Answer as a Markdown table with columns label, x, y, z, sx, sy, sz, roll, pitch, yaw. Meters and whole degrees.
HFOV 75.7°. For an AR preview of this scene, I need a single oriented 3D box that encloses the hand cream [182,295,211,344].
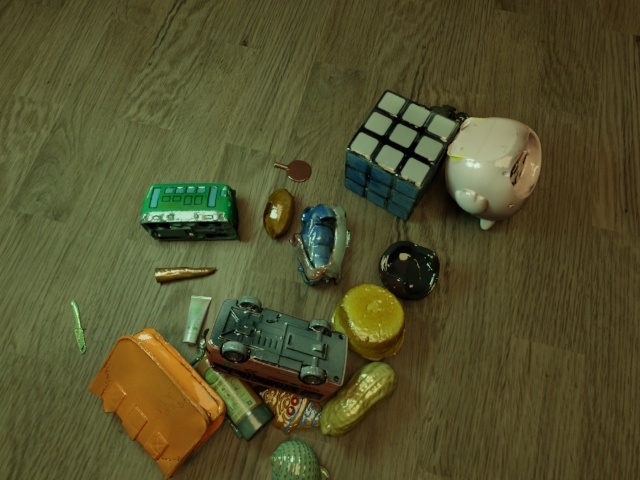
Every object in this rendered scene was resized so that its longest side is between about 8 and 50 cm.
| label | x | y | z | sx | sy | sz | roll | pitch | yaw |
| --- | --- | --- | --- | --- | --- | --- | --- | --- | --- |
| hand cream | -0.449 | 0.283 | 1.482 | 0.076 | 0.047 | 0.175 | 5 | 63 | 3 |

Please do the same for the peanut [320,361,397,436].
| label | x | y | z | sx | sy | sz | roll | pitch | yaw |
| --- | --- | --- | --- | --- | --- | --- | --- | --- | --- |
| peanut | 0.121 | 0.518 | 1.339 | 0.305 | 0.147 | 0.147 | -39 | 75 | -17 |

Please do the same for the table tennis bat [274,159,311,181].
| label | x | y | z | sx | sy | sz | roll | pitch | yaw |
| --- | --- | --- | --- | --- | --- | --- | --- | --- | --- |
| table tennis bat | -0.114 | -0.291 | 1.679 | 0.154 | 0.019 | 0.098 | 16 | 73 | 3 |

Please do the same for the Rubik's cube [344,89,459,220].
| label | x | y | z | sx | sy | sz | roll | pitch | yaw |
| --- | --- | --- | --- | --- | --- | --- | --- | --- | --- |
| Rubik's cube | 0.287 | -0.305 | 1.529 | 0.300 | 0.305 | 0.304 | 30 | 77 | 11 |

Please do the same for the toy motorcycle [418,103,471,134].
| label | x | y | z | sx | sy | sz | roll | pitch | yaw |
| --- | --- | --- | --- | --- | --- | --- | --- | --- | --- |
| toy motorcycle | 0.496 | -0.471 | 1.690 | 0.270 | 0.106 | 0.159 | 8 | 75 | -8 |

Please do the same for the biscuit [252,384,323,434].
| label | x | y | z | sx | sy | sz | roll | pitch | yaw |
| --- | --- | --- | --- | --- | --- | --- | --- | --- | --- |
| biscuit | -0.109 | 0.552 | 1.393 | 0.280 | 0.043 | 0.183 | 20 | 70 | 4 |

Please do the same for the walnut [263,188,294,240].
| label | x | y | z | sx | sy | sz | roll | pitch | yaw |
| --- | --- | --- | --- | --- | --- | --- | --- | --- | --- |
| walnut | -0.161 | -0.100 | 1.574 | 0.115 | 0.116 | 0.207 | 9 | 79 | 3 |

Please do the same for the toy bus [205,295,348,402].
| label | x | y | z | sx | sy | sz | roll | pitch | yaw |
| --- | --- | --- | --- | --- | --- | --- | --- | --- | --- |
| toy bus | -0.141 | 0.351 | 1.310 | 0.426 | 0.233 | 0.203 | 19 | 45 | -7 |

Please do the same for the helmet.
| label | x | y | z | sx | sy | sz | roll | pitch | yaw |
| --- | --- | --- | --- | --- | --- | --- | --- | --- | --- |
| helmet | 0.306 | 0.109 | 1.450 | 0.189 | 0.193 | 0.216 | -36 | 83 | -17 |

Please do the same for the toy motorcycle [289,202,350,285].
| label | x | y | z | sx | sy | sz | roll | pitch | yaw |
| --- | --- | --- | --- | --- | --- | --- | --- | --- | --- |
| toy motorcycle | 0.017 | 0.005 | 1.491 | 0.240 | 0.182 | 0.320 | -12 | 70 | 25 |

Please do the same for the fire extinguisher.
| label | x | y | z | sx | sy | sz | roll | pitch | yaw |
| --- | --- | --- | --- | --- | --- | --- | --- | --- | --- |
| fire extinguisher | -0.334 | 0.494 | 1.362 | 0.200 | 0.113 | 0.376 | -39 | 70 | -11 |

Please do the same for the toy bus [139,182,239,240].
| label | x | y | z | sx | sy | sz | roll | pitch | yaw |
| --- | --- | --- | --- | --- | --- | --- | --- | --- | --- |
| toy bus | -0.473 | -0.110 | 1.538 | 0.343 | 0.184 | 0.200 | 0 | 66 | -1 |

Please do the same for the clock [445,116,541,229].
| label | x | y | z | sx | sy | sz | roll | pitch | yaw |
| --- | --- | --- | --- | --- | --- | --- | --- | --- | --- |
| clock | 0.627 | -0.232 | 1.462 | 0.250 | 0.377 | 0.369 | 19 | 70 | 39 |

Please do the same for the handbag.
| label | x | y | z | sx | sy | sz | roll | pitch | yaw |
| --- | --- | --- | --- | --- | --- | --- | --- | --- | --- |
| handbag | -0.522 | 0.508 | 1.318 | 0.410 | 0.116 | 0.304 | 41 | 106 | 12 |

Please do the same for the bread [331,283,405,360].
| label | x | y | z | sx | sy | sz | roll | pitch | yaw |
| --- | --- | --- | --- | --- | --- | --- | --- | --- | --- |
| bread | 0.174 | 0.272 | 1.413 | 0.268 | 0.146 | 0.269 | 1 | 56 | -2 |

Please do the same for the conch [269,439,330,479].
| label | x | y | z | sx | sy | sz | roll | pitch | yaw |
| --- | --- | --- | --- | --- | --- | --- | --- | --- | --- |
| conch | -0.069 | 0.726 | 1.282 | 0.199 | 0.131 | 0.173 | 20 | 72 | 8 |

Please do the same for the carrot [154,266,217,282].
| label | x | y | z | sx | sy | sz | roll | pitch | yaw |
| --- | --- | --- | --- | --- | --- | --- | --- | --- | --- |
| carrot | -0.499 | 0.122 | 1.533 | 0.224 | 0.057 | 0.057 | -4 | 72 | -6 |

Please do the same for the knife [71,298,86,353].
| label | x | y | z | sx | sy | sz | roll | pitch | yaw |
| --- | --- | --- | --- | --- | --- | --- | --- | --- | --- |
| knife | -0.878 | 0.310 | 1.488 | 0.030 | 0.014 | 0.207 | -20 | 73 | -8 |
